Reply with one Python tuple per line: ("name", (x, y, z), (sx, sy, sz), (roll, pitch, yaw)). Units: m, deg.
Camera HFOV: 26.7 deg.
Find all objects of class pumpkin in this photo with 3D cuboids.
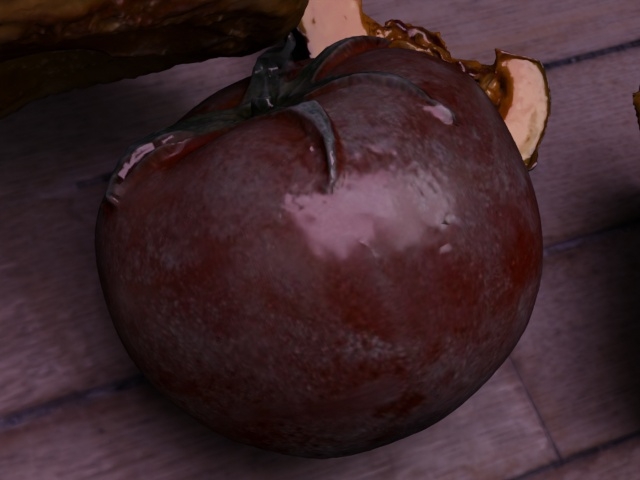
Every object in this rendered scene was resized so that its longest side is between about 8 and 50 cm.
("pumpkin", (0.046, -0.113, 1.162), (0.279, 0.111, 0.163), (24, 76, -4))

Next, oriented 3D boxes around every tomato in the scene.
("tomato", (0.000, 0.000, 0.959), (0.317, 0.317, 0.282), (-31, 112, -26))

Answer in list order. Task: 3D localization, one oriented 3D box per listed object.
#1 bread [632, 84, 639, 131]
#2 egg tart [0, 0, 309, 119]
("bread", (0.393, 0.007, 1.076), (0.279, 0.207, 0.279), (-8, 59, 13))
("egg tart", (-0.216, -0.182, 0.918), (0.443, 0.443, 0.178), (-15, 90, -21))
